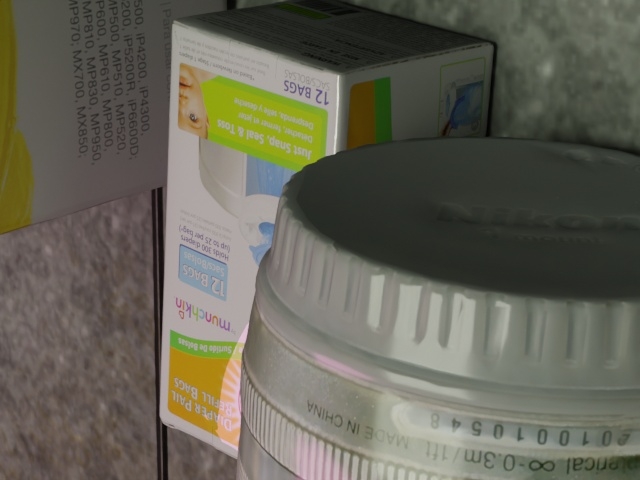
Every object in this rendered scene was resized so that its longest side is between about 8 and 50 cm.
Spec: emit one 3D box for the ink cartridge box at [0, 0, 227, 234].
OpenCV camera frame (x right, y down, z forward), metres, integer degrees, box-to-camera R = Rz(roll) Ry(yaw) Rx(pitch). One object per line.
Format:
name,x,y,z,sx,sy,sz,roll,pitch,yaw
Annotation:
ink cartridge box,-0.269,-0.089,0.951,0.279,0.384,0.160,15,115,42

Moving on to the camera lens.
camera lens,0.074,0.116,0.780,0.219,0.219,0.274,21,116,40

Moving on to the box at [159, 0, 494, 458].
box,0.000,0.000,0.905,0.114,0.103,0.203,22,116,40
